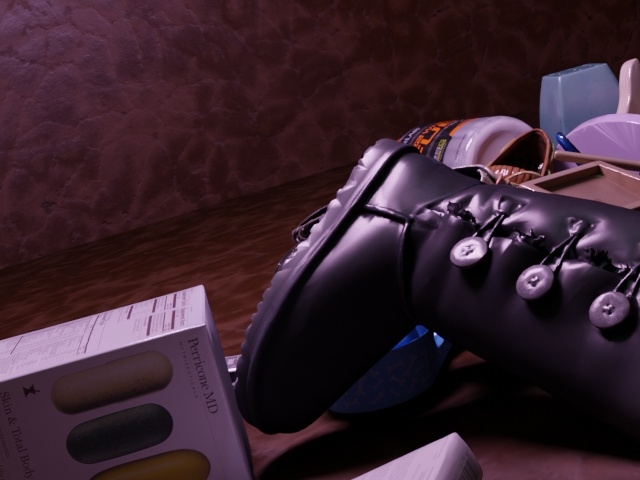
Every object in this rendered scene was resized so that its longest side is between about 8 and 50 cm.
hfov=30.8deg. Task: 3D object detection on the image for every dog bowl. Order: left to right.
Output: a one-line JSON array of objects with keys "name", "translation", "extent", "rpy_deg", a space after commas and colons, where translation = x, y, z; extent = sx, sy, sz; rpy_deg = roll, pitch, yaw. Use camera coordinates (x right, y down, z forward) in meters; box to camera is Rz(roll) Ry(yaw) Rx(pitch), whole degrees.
[{"name": "dog bowl", "translation": [0.081, 0.134, 1.464], "extent": [0.166, 0.074, 0.297], "rpy_deg": [-12, 11, 18]}]

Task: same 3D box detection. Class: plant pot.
[{"name": "plant pot", "translation": [0.534, -0.230, 2.328], "extent": [0.166, 0.234, 0.166], "rpy_deg": [-16, 9, -5]}]

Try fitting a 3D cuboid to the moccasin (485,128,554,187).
[{"name": "moccasin", "translation": [0.310, -0.075, 1.939], "extent": [0.139, 0.147, 0.380], "rpy_deg": [18, 37, 27]}]

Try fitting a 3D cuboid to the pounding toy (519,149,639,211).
[{"name": "pounding toy", "translation": [0.327, -0.036, 1.340], "extent": [0.206, 0.094, 0.181], "rpy_deg": [-16, 28, -29]}]

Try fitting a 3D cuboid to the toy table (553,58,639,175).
[{"name": "toy table", "translation": [0.555, -0.171, 2.024], "extent": [0.161, 0.252, 0.274], "rpy_deg": [-40, 28, -31]}]

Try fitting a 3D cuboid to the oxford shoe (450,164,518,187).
[{"name": "oxford shoe", "translation": [0.242, -0.016, 1.549], "extent": [0.397, 0.146, 0.140], "rpy_deg": [7, 43, 1]}]

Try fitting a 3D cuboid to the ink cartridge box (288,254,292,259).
[{"name": "ink cartridge box", "translation": [0.072, 0.060, 1.670], "extent": [0.203, 0.148, 0.086], "rpy_deg": [-20, 10, -28]}]

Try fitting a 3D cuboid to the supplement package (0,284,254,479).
[{"name": "supplement package", "translation": [-0.223, 0.191, 1.236], "extent": [0.263, 0.199, 0.198], "rpy_deg": [-16, 10, -3]}]

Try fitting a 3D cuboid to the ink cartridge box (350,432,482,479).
[{"name": "ink cartridge box", "translation": [0.019, 0.260, 0.993], "extent": [0.225, 0.056, 0.181], "rpy_deg": [-31, 3, 23]}]

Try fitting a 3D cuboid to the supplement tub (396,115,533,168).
[{"name": "supplement tub", "translation": [0.271, -0.133, 2.270], "extent": [0.207, 0.207, 0.338], "rpy_deg": [-20, 11, -26]}]

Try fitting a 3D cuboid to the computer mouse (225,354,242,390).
[{"name": "computer mouse", "translation": [-0.107, 0.183, 1.582], "extent": [0.193, 0.042, 0.106], "rpy_deg": [-9, 15, 5]}]

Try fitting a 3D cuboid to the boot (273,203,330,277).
[{"name": "boot", "translation": [0.000, 0.000, 1.947], "extent": [0.263, 0.091, 0.229], "rpy_deg": [-33, -14, 13]}]

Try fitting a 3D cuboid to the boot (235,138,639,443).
[{"name": "boot", "translation": [0.162, 0.106, 1.167], "extent": [0.445, 0.367, 0.146], "rpy_deg": [23, -9, 35]}]

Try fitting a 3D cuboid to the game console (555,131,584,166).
[{"name": "game console", "translation": [0.463, -0.070, 1.528], "extent": [0.250, 0.173, 0.293], "rpy_deg": [-12, -6, 17]}]
